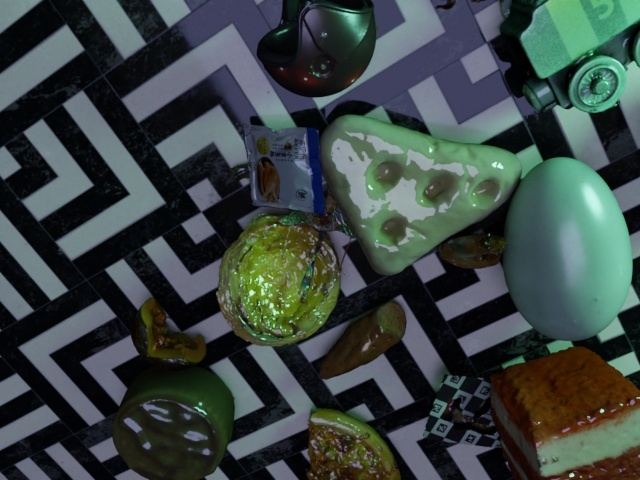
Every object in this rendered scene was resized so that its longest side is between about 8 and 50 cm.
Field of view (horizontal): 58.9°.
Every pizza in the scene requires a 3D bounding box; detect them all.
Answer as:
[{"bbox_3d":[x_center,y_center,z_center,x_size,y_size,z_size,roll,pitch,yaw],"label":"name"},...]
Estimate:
[{"bbox_3d":[0.062,0.553,1.420,0.226,0.086,0.335,-38,107,16],"label":"pizza"}]

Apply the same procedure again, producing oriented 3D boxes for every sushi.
[{"bbox_3d":[0.382,0.401,1.349,0.279,0.043,0.193,9,108,-14],"label":"sushi"}]

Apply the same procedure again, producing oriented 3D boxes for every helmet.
[{"bbox_3d":[-0.004,-0.349,0.979,0.215,0.189,0.193,-26,132,8],"label":"helmet"}]

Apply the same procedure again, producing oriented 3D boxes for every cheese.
[{"bbox_3d":[0.172,-0.138,1.090,0.351,0.130,0.328,-34,106,16],"label":"cheese"}]

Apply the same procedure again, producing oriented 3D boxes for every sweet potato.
[{"bbox_3d":[0.087,0.234,1.276,0.251,0.097,0.097,-41,105,17],"label":"sweet potato"}]

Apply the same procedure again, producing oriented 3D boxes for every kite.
[{"bbox_3d":[0.000,0.000,1.166,0.197,0.006,0.245,15,83,-20],"label":"kite"}]

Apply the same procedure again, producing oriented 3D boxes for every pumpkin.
[{"bbox_3d":[-0.360,0.231,1.292,0.183,0.119,0.107,45,107,-8],"label":"pumpkin"}]

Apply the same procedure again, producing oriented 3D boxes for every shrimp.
[{"bbox_3d":[0.314,0.021,1.128,0.115,0.217,0.051,16,75,-11],"label":"shrimp"}]

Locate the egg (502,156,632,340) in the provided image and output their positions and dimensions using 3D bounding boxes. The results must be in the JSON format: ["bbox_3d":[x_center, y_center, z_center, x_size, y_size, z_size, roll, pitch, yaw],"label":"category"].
[{"bbox_3d":[0.466,0.022,1.083,0.229,0.230,0.371,-10,113,8],"label":"egg"}]

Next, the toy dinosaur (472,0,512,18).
[{"bbox_3d":[0.294,-0.468,0.992,0.187,0.044,0.106,20,130,-16],"label":"toy dinosaur"}]

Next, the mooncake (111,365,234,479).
[{"bbox_3d":[-0.353,0.444,1.364,0.284,0.155,0.285,2,111,4],"label":"mooncake"}]

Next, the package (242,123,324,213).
[{"bbox_3d":[-0.072,-0.140,1.101,0.173,0.027,0.171,9,116,29],"label":"package"}]

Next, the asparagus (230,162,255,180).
[{"bbox_3d":[-0.103,-0.152,1.158,0.165,0.030,0.036,-9,89,9],"label":"asparagus"}]

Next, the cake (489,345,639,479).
[{"bbox_3d":[0.543,0.421,1.214,0.269,0.270,0.320,-20,112,0],"label":"cake"}]

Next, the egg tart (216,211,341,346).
[{"bbox_3d":[-0.091,0.076,1.197,0.290,0.107,0.291,-1,92,-19],"label":"egg tart"}]

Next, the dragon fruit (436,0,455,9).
[{"bbox_3d":[0.193,-0.487,0.968,0.094,0.094,0.191,-10,124,8],"label":"dragon fruit"}]

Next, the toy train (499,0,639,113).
[{"bbox_3d":[0.467,-0.357,0.952,0.299,0.167,0.238,-33,112,15],"label":"toy train"}]
